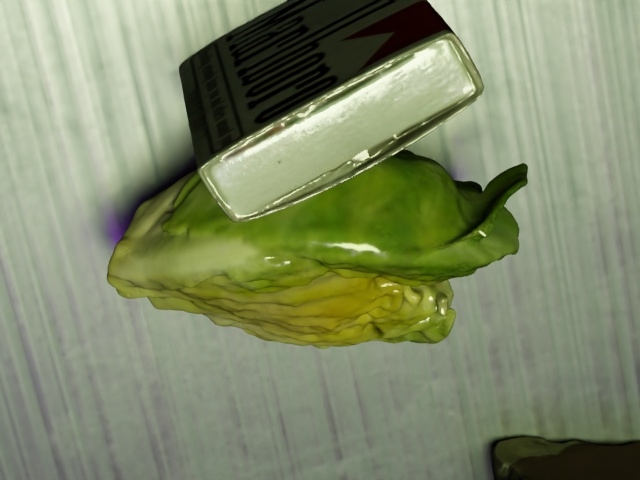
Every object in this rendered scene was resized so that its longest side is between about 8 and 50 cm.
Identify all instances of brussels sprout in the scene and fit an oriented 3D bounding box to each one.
[{"bbox_3d":[-0.001,-0.003,0.838,0.181,0.139,0.100,9,83,2],"label":"brussels sprout"}]

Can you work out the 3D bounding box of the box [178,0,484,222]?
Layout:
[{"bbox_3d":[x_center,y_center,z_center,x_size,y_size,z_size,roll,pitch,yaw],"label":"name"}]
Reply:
[{"bbox_3d":[-0.002,-0.070,0.790,0.115,0.177,0.036,-27,110,3],"label":"box"}]

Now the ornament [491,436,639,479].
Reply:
[{"bbox_3d":[0.181,0.233,0.967,0.251,0.106,0.260,1,113,-6],"label":"ornament"}]
